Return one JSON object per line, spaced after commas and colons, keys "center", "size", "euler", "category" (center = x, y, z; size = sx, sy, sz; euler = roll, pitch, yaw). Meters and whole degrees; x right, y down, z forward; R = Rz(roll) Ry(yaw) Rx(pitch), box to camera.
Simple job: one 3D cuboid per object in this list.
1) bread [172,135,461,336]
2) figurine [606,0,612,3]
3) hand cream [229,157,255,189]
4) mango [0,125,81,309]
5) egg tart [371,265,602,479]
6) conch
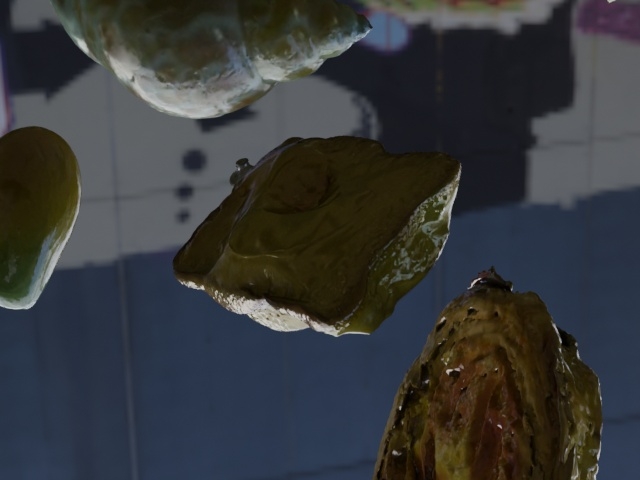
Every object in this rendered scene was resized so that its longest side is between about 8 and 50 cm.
{"center": [0.000, 0.000, 1.229], "size": [0.161, 0.088, 0.233], "euler": [-42, -147, -21], "category": "bread"}
{"center": [0.286, -0.390, 1.598], "size": [0.218, 0.326, 0.169], "euler": [-38, -175, 5], "category": "figurine"}
{"center": [-0.049, -0.004, 1.603], "size": [0.037, 0.165, 0.057], "euler": [-33, -149, -26], "category": "hand cream"}
{"center": [-0.316, -0.024, 1.795], "size": [0.130, 0.194, 0.092], "euler": [-2, 171, 15], "category": "mango"}
{"center": [0.127, 0.168, 1.224], "size": [0.132, 0.297, 0.297], "euler": [14, -164, -19], "category": "egg tart"}
{"center": [-0.080, -0.130, 0.960], "size": [0.116, 0.106, 0.173], "euler": [22, -166, -50], "category": "conch"}
